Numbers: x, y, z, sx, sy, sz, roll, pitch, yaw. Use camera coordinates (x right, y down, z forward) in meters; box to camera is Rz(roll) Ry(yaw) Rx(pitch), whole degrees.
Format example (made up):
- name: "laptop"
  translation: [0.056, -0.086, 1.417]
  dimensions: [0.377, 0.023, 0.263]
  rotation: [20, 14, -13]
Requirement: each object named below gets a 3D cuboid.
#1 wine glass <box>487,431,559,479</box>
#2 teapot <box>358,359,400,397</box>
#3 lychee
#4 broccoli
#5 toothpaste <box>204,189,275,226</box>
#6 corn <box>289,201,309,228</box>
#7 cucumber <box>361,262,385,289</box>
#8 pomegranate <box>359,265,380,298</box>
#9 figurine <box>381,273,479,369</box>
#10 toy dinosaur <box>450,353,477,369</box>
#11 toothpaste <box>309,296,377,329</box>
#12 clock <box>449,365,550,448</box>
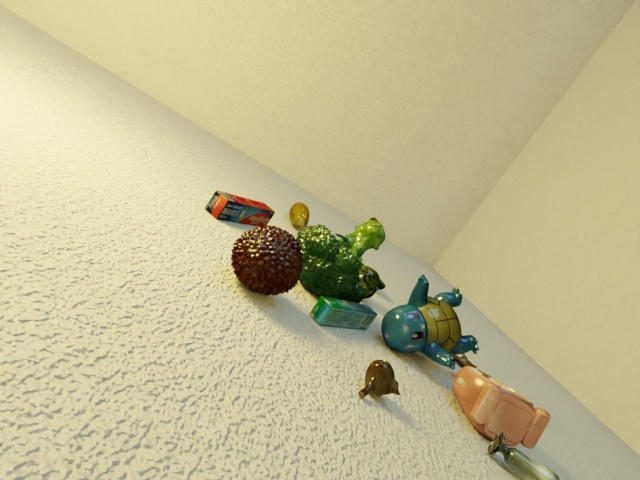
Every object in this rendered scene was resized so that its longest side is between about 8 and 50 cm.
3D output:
- name: "wine glass"
  translation: [0.494, 0.546, 1.165]
  dimensions: [0.155, 0.072, 0.072]
  rotation: [37, 11, 16]
- name: "teapot"
  translation: [0.128, 0.316, 1.055]
  dimensions: [0.085, 0.080, 0.110]
  rotation: [7, 6, 37]
- name: "lychee"
  translation: [-0.134, 0.046, 1.172]
  dimensions: [0.188, 0.188, 0.188]
  rotation: [33, 11, -7]
- name: "broccoli"
  translation: [0.065, 0.057, 1.473]
  dimensions: [0.298, 0.297, 0.297]
  rotation: [56, -13, 21]
- name: "toothpaste"
  translation: [-0.272, -0.105, 1.664]
  dimensions: [0.066, 0.076, 0.320]
  rotation: [39, 12, 21]
- name: "corn"
  translation: [-0.095, -0.115, 2.187]
  dimensions: [0.097, 0.097, 0.262]
  rotation: [32, 12, -13]
- name: "cucumber"
  translation: [0.170, 0.130, 2.007]
  dimensions: [0.244, 0.063, 0.115]
  rotation: [41, 6, 29]
- name: "pomegranate"
  translation: [0.148, 0.149, 1.753]
  dimensions: [0.161, 0.122, 0.122]
  rotation: [12, -9, 45]
- name: "figurine"
  translation: [0.364, 0.268, 1.552]
  dimensions: [0.416, 0.242, 0.298]
  rotation: [18, 61, -59]
- name: "toy dinosaur"
  translation: [0.531, 0.452, 1.776]
  dimensions: [0.162, 0.039, 0.126]
  rotation: [23, 17, -42]
- name: "toothpaste"
  translation: [0.073, 0.210, 1.363]
  dimensions: [0.050, 0.065, 0.266]
  rotation: [42, 13, 34]
- name: "clock"
  translation: [0.478, 0.461, 1.358]
  dimensions: [0.227, 0.142, 0.241]
  rotation: [29, 2, -13]
